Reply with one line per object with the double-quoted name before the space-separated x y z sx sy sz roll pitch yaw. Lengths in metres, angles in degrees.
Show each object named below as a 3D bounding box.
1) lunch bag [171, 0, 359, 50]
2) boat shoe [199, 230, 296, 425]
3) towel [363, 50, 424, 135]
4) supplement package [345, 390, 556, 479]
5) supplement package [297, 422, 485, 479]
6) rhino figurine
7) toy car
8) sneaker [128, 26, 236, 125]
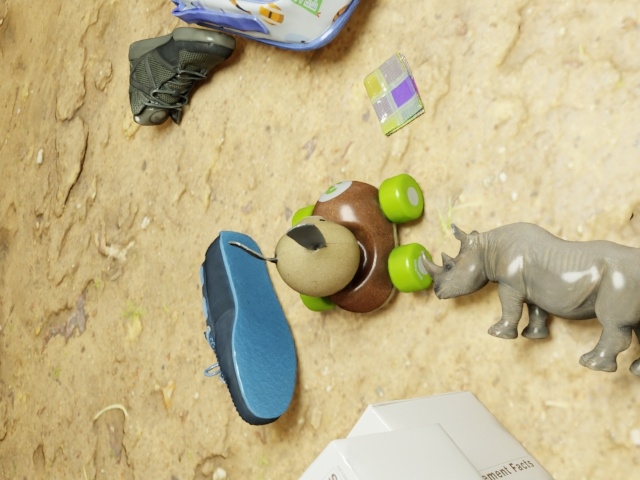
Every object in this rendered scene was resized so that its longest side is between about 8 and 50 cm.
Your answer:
"lunch bag" -0.065 -0.353 0.851 0.303 0.115 0.243 26 84 40
"boat shoe" -0.093 0.112 0.870 0.089 0.109 0.258 -43 43 36
"towel" 0.082 -0.168 0.802 0.060 0.009 0.083 -31 65 32
"supplement package" 0.134 0.295 0.589 0.293 0.175 0.177 45 113 35
"supplement package" 0.018 0.262 0.487 0.244 0.134 0.139 -53 55 21
"rhino figurine" 0.194 0.039 0.642 0.243 0.073 0.106 16 99 41
"toy car" 0.000 0.000 0.731 0.155 0.188 0.148 -17 74 37
"sneaker" -0.201 -0.229 1.000 0.228 0.087 0.130 1 87 43
